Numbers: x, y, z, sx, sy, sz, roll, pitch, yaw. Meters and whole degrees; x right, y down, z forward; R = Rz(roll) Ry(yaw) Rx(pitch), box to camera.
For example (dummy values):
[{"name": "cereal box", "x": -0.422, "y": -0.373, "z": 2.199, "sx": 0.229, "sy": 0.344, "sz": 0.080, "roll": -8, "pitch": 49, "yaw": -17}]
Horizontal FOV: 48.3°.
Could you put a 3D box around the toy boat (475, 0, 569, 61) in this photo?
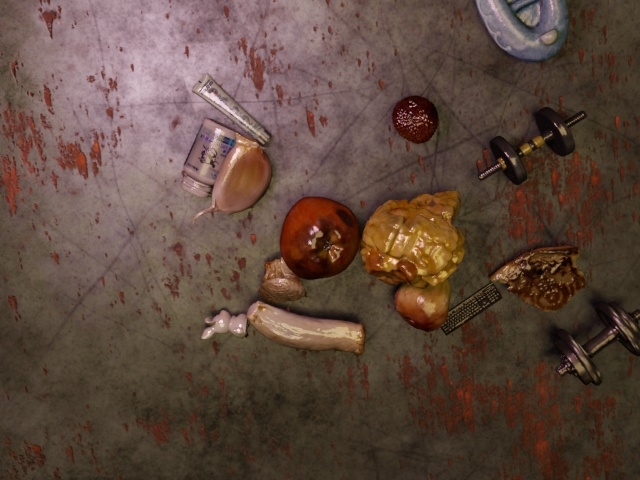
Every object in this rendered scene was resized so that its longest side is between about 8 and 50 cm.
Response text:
[{"name": "toy boat", "x": 0.523, "y": -0.615, "z": 1.831, "sx": 0.215, "sy": 0.123, "sz": 0.330, "roll": -25, "pitch": 102, "yaw": 0}]

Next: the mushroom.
[{"name": "mushroom", "x": -0.036, "y": 0.247, "z": 1.996, "sx": 0.351, "sy": 0.095, "sz": 0.123, "roll": 14, "pitch": 128, "yaw": -11}]

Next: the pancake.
[{"name": "pancake", "x": 0.640, "y": 0.087, "z": 2.038, "sx": 0.257, "sy": 0.056, "sz": 0.212, "roll": 25, "pitch": 107, "yaw": -17}]

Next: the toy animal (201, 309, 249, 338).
[{"name": "toy animal", "x": -0.262, "y": 0.238, "z": 1.992, "sx": 0.124, "sy": 0.085, "sz": 0.071, "roll": 11, "pitch": 119, "yaw": -2}]

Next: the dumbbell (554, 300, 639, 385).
[{"name": "dumbbell", "x": 0.792, "y": 0.290, "z": 2.026, "sx": 0.290, "sy": 0.192, "sz": 0.192, "roll": -37, "pitch": 103, "yaw": 5}]

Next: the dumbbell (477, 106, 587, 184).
[{"name": "dumbbell", "x": 0.563, "y": -0.252, "z": 1.906, "sx": 0.325, "sy": 0.143, "sz": 0.143, "roll": -32, "pitch": 103, "yaw": 3}]

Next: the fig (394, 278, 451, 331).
[{"name": "fig", "x": 0.310, "y": 0.121, "z": 1.990, "sx": 0.159, "sy": 0.159, "sz": 0.257, "roll": 28, "pitch": 80, "yaw": -10}]

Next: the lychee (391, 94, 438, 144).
[{"name": "lychee", "x": 0.252, "y": -0.315, "z": 1.882, "sx": 0.123, "sy": 0.123, "sz": 0.129, "roll": -14, "pitch": 112, "yaw": -1}]

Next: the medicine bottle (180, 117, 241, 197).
[{"name": "medicine bottle", "x": -0.291, "y": -0.214, "z": 1.865, "sx": 0.107, "sy": 0.107, "sz": 0.191, "roll": 24, "pitch": 100, "yaw": -10}]

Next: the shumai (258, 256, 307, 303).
[{"name": "shumai", "x": -0.102, "y": 0.104, "z": 1.961, "sx": 0.145, "sy": 0.145, "sz": 0.116, "roll": 4, "pitch": 64, "yaw": -5}]

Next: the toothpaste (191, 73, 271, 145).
[{"name": "toothpaste", "x": -0.229, "y": -0.339, "z": 1.877, "sx": 0.239, "sy": 0.039, "sz": 0.062, "roll": 40, "pitch": 93, "yaw": -10}]

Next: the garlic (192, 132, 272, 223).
[{"name": "garlic", "x": -0.218, "y": -0.137, "z": 1.869, "sx": 0.148, "sy": 0.128, "sz": 0.266, "roll": 25, "pitch": 91, "yaw": -18}]

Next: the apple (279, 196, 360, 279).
[{"name": "apple", "x": 0.000, "y": 0.000, "z": 1.885, "sx": 0.230, "sy": 0.230, "sz": 0.230, "roll": -1, "pitch": 103, "yaw": -4}]

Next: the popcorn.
[{"name": "popcorn", "x": 0.260, "y": -0.010, "z": 1.883, "sx": 0.332, "sy": 0.265, "sz": 0.225, "roll": -40, "pitch": 145, "yaw": -18}]

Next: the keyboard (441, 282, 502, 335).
[{"name": "keyboard", "x": 0.431, "y": 0.199, "z": 2.068, "sx": 0.198, "sy": 0.010, "sz": 0.063, "roll": -35, "pitch": 105, "yaw": 4}]
